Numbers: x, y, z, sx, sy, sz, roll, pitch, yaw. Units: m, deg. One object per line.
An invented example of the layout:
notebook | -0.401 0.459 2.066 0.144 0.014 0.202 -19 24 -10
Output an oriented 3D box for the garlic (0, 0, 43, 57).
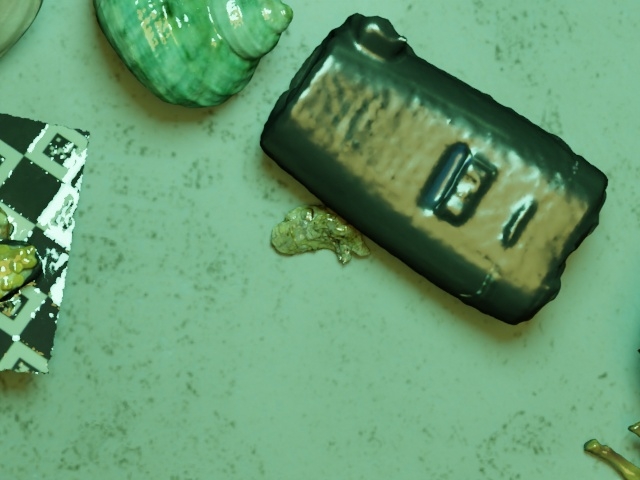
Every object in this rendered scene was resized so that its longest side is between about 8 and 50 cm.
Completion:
garlic | -0.373 -0.242 1.087 0.210 0.237 0.292 45 124 2

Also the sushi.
sushi | -0.377 -0.018 1.149 0.289 0.050 0.264 9 77 -8

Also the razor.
razor | 0.112 -0.071 1.212 0.326 0.107 0.189 34 89 -7

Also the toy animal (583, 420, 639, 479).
toy animal | 0.354 0.297 1.292 0.149 0.054 0.276 -4 94 -5

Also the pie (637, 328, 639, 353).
pie | 0.438 0.090 1.263 0.273 0.069 0.274 1 88 -18

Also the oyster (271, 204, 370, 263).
oyster | 0.000 0.000 1.237 0.083 0.038 0.081 -33 98 -6

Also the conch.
conch | -0.127 -0.214 1.170 0.188 0.122 0.176 15 67 -11
